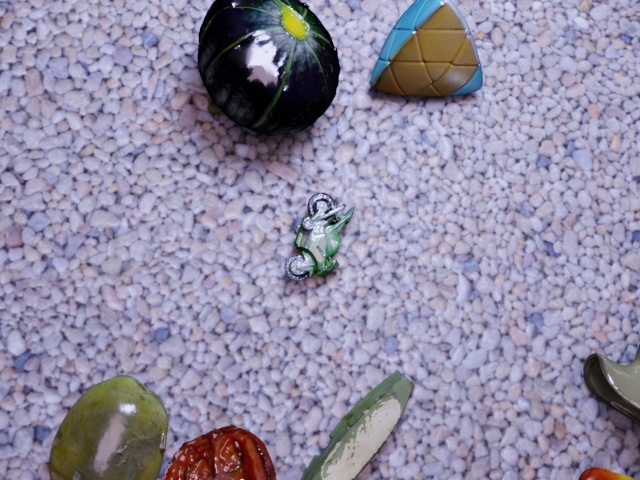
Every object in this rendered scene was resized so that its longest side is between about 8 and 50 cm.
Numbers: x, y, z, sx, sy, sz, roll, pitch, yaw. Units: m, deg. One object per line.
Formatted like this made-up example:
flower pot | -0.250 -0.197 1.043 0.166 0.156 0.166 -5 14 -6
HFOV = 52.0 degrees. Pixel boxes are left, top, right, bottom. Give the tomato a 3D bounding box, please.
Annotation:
tomato | -0.166 0.448 1.157 0.228 0.101 0.228 -10 60 18

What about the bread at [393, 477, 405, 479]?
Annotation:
bread | 0.122 0.531 1.178 0.132 0.103 0.172 -14 82 -7

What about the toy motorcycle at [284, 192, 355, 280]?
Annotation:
toy motorcycle | 0.000 0.000 1.304 0.106 0.074 0.190 23 75 -10

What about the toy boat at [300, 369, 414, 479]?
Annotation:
toy boat | 0.076 0.368 1.235 0.093 0.055 0.293 42 77 1

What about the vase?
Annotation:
vase | 0.714 0.290 1.232 0.302 0.241 0.329 -32 82 -2

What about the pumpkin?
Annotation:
pumpkin | -0.112 -0.331 1.299 0.296 0.296 0.295 1 77 -6

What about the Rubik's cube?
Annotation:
Rubik's cube | 0.225 -0.447 1.353 0.255 0.254 0.254 1 77 -6

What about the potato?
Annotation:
potato | -0.365 0.362 1.146 0.197 0.148 0.228 43 74 -10

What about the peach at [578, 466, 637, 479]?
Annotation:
peach | 0.548 0.494 1.223 0.118 0.151 0.151 -9 78 -21
